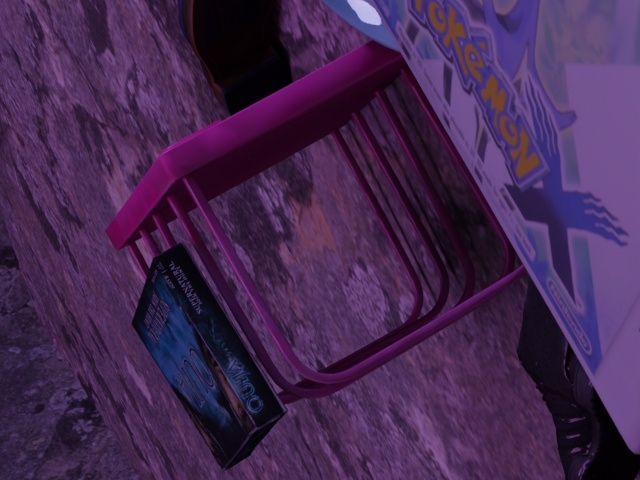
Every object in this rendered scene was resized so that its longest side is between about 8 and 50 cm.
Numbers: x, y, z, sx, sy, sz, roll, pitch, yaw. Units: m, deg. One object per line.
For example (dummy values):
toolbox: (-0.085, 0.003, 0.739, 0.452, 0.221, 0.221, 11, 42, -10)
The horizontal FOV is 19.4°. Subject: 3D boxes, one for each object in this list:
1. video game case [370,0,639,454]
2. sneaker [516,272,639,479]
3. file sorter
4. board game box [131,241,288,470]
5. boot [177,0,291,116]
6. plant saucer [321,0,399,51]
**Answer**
video game case: (0.111, -0.103, 0.840, 0.300, 0.036, 0.329, 103, 144, -60)
sneaker: (0.159, 0.087, 1.168, 0.089, 0.051, 0.170, 50, 155, 41)
file sorter: (0.000, 0.000, 1.268, 0.182, 0.202, 0.291, 60, 164, 1)
board game box: (-0.076, 0.081, 1.230, 0.126, 0.026, 0.186, 58, 164, 8)
boot: (-0.087, -0.192, 1.462, 0.106, 0.082, 0.219, 50, 161, 34)
plant saucer: (0.018, -0.251, 1.031, 0.317, 0.044, 0.317, 46, 156, 28)
